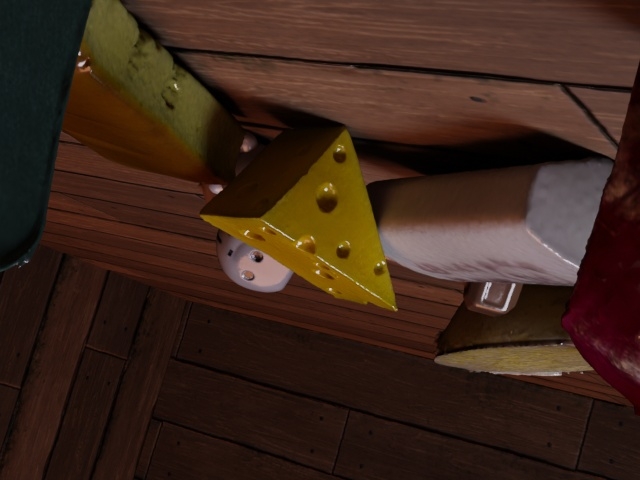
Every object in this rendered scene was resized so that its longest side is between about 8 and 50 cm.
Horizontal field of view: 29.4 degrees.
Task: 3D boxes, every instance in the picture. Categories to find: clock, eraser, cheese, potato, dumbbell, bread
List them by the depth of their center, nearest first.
[{"bbox_3d":[-0.176,-0.128,0.976,0.138,0.077,0.361,15,172,16],"label":"bread"},{"bbox_3d":[0.168,-0.012,1.042,0.174,0.094,0.270,17,173,-25],"label":"eraser"},{"bbox_3d":[0.000,0.000,1.096,0.093,0.126,0.171,6,137,49],"label":"cheese"},{"bbox_3d":[-0.064,-0.027,1.242,0.117,0.080,0.176,25,129,-6],"label":"clock"},{"bbox_3d":[0.113,0.019,1.378,0.231,0.092,0.082,15,-161,0],"label":"dumbbell"},{"bbox_3d":[0.284,0.102,1.509,0.239,0.116,0.299,17,163,-32],"label":"potato"}]

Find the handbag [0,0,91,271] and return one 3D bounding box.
[{"bbox_3d":[-0.200,-0.129,0.447,0.089,0.238,0.326,10,169,22],"label":"handbag"}]

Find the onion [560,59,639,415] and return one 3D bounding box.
[{"bbox_3d":[0.223,-0.009,0.539,0.207,0.206,0.216,13,172,20],"label":"onion"}]

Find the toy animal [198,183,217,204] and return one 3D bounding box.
[{"bbox_3d":[-0.072,-0.049,1.338,0.150,0.089,0.083,10,-167,21],"label":"toy animal"}]
